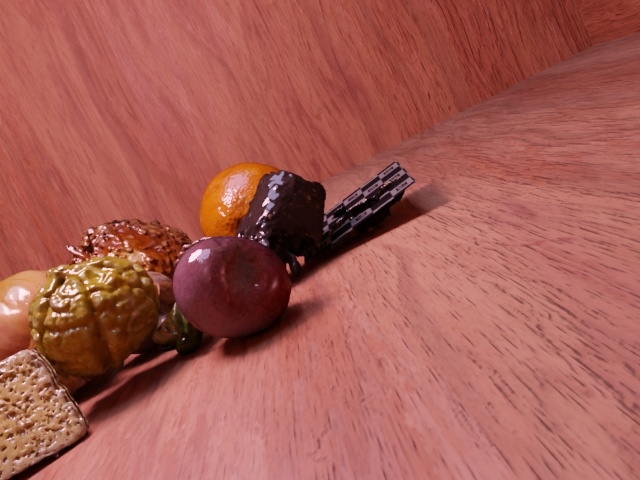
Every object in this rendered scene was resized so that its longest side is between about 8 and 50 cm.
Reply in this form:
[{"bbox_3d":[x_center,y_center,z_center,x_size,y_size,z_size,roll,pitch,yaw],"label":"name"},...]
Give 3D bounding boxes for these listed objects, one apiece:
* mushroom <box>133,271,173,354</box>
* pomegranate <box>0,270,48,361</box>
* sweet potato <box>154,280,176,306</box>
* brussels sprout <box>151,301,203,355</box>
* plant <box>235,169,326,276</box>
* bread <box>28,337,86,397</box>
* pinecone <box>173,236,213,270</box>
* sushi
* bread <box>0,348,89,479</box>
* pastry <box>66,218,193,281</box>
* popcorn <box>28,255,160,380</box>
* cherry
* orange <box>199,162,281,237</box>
[{"bbox_3d":[-0.399,0.185,1.706,0.215,0.207,0.207,22,38,30],"label":"mushroom"},{"bbox_3d":[-0.797,0.254,2.011,0.338,0.338,0.338,-26,10,5],"label":"pomegranate"},{"bbox_3d":[-0.261,0.130,1.692,0.281,0.059,0.067,5,-28,-35],"label":"sweet potato"},{"bbox_3d":[-0.293,0.179,1.558,0.100,0.139,0.181,18,-2,13],"label":"brussels sprout"},{"bbox_3d":[-0.095,-0.024,1.772,0.199,0.188,0.276,-13,55,60],"label":"plant"},{"bbox_3d":[-0.602,0.249,1.684,0.274,0.149,0.274,-54,21,33],"label":"bread"},{"bbox_3d":[-0.290,0.083,1.920,0.185,0.169,0.212,-20,-15,3],"label":"pinecone"},{"bbox_3d":[0.106,-0.063,1.915,0.343,0.064,0.359,-37,14,7],"label":"sushi"},{"bbox_3d":[-0.601,0.398,1.394,0.248,0.279,0.315,-32,-32,-30],"label":"bread"},{"bbox_3d":[-0.535,0.087,2.040,0.292,0.337,0.405,-65,-5,25],"label":"pastry"},{"bbox_3d":[-0.464,0.160,1.484,0.270,0.224,0.258,-62,-25,-3],"label":"popcorn"},{"bbox_3d":[-0.184,0.104,1.439,0.239,0.206,0.239,-9,-28,-5],"label":"cherry"},{"bbox_3d":[-0.200,-0.076,2.104,0.312,0.312,0.312,-26,10,5],"label":"orange"}]
